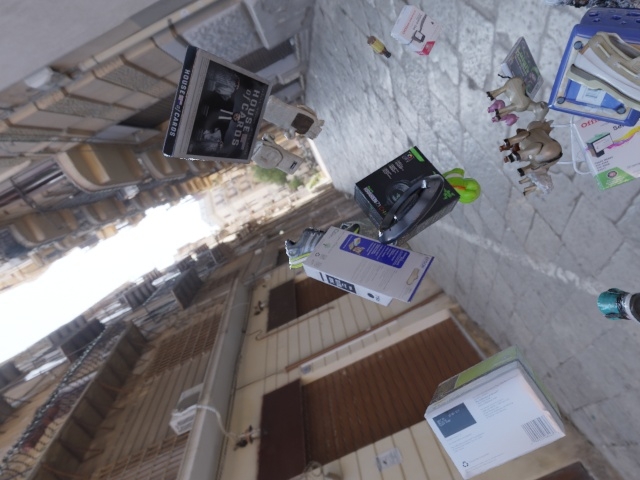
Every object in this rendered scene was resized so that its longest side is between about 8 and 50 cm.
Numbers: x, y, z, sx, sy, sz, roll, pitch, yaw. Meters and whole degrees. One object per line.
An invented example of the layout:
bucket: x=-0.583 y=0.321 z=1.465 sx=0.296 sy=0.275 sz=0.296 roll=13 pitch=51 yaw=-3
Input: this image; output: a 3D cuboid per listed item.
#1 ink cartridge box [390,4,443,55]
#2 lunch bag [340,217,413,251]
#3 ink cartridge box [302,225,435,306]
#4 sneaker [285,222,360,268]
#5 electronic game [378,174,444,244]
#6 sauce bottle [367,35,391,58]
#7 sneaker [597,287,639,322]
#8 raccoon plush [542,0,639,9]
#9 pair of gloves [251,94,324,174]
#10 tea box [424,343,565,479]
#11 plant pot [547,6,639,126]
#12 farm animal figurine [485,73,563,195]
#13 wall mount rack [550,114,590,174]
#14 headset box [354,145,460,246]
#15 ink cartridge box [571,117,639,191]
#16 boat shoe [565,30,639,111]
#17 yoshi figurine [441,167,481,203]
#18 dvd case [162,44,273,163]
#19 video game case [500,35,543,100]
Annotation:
ink cartridge box: x=0.347 y=-0.758 z=1.470 sx=0.151 sy=0.109 sz=0.063 roll=19 pitch=-162 yaw=-28
lunch bag: x=0.241 y=0.020 z=1.849 sx=0.287 sy=0.235 sz=0.169 roll=59 pitch=141 yaw=23
ink cartridge box: x=0.130 y=0.073 z=1.124 sx=0.333 sy=0.165 sz=0.065 roll=18 pitch=145 yaw=32
sneaker: x=0.000 y=0.000 z=1.449 sx=0.121 sy=0.300 sz=0.111 roll=65 pitch=-165 yaw=-1
electronic game: x=0.232 y=-0.081 z=1.062 sx=0.048 sy=0.229 sz=0.229 roll=39 pitch=-172 yaw=-8
sauce bottle: x=0.250 y=-0.811 z=1.712 sx=0.128 sy=0.042 sz=0.042 roll=16 pitch=-140 yaw=-44
sneaker: x=1.098 y=0.231 z=1.473 sx=0.296 sy=0.123 sz=0.178 roll=17 pitch=173 yaw=-34
raccoon plush: x=0.953 y=-0.777 z=1.314 sx=0.447 sy=0.216 sz=0.299 roll=21 pitch=-173 yaw=20
pair of gloves: x=-0.117 y=-0.318 z=1.243 sx=0.204 sy=0.240 sz=0.042 roll=10 pitch=-136 yaw=-31
tea box: x=0.556 y=0.535 z=1.317 sx=0.220 sy=0.329 sz=0.323 roll=57 pitch=-159 yaw=13
plant pot: x=0.711 y=-0.418 z=0.993 sx=0.236 sy=0.212 sz=0.236 roll=29 pitch=138 yaw=32
farm animal figurine: x=0.694 y=-0.355 z=1.342 sx=0.330 sy=0.172 sz=0.326 roll=45 pitch=-150 yaw=-48
wall mount rack: x=1.279 y=-0.508 z=2.077 sx=0.130 sy=0.304 sz=0.350 roll=-60 pitch=-44 yaw=-56
headset box: x=0.301 y=-0.153 z=1.413 sx=0.246 sy=0.283 sz=0.131 roll=55 pitch=172 yaw=18
ink cartridge box: x=1.079 y=-0.345 z=1.481 sx=0.117 sy=0.201 sz=0.278 roll=-2 pitch=-108 yaw=-60
boat shoe: x=0.651 y=-0.328 z=0.814 sx=0.302 sy=0.113 sz=0.103 roll=49 pitch=140 yaw=37
yoshi figurine: x=0.549 y=-0.234 z=1.801 sx=0.362 sy=0.203 sz=0.203 roll=22 pitch=139 yaw=48
dvd case: x=-0.181 y=-0.236 z=0.760 sx=0.030 sy=0.179 sz=0.239 roll=25 pitch=-164 yaw=18
video game case: x=0.712 y=-0.587 z=1.428 sx=0.190 sy=0.173 sz=0.022 roll=48 pitch=154 yaw=-24
